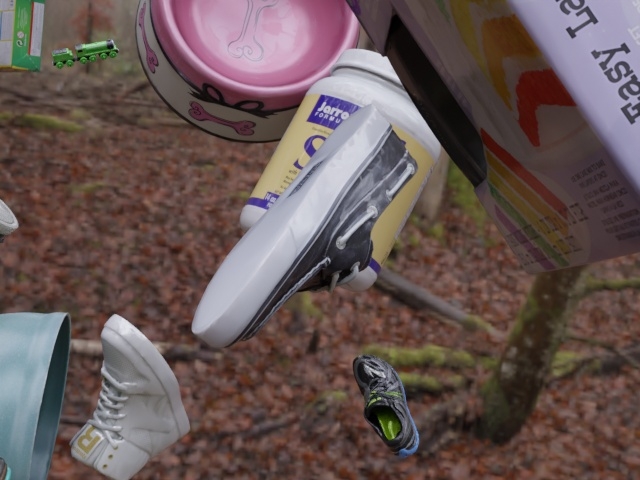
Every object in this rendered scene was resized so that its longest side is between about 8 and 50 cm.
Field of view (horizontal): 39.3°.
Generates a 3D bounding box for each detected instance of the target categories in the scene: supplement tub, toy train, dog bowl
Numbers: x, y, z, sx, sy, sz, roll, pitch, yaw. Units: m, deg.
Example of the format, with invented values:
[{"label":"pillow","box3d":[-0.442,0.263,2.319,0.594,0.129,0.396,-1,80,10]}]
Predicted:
[{"label":"supplement tub","box3d":[0.045,-0.110,1.433,0.241,0.331,0.241,27,-8,4]},{"label":"toy train","box3d":[-0.295,-0.234,1.120,0.083,0.023,0.017,-16,44,-15]},{"label":"dog bowl","box3d":[-0.112,-0.383,1.549,0.408,0.407,0.150,5,-13,-11]}]

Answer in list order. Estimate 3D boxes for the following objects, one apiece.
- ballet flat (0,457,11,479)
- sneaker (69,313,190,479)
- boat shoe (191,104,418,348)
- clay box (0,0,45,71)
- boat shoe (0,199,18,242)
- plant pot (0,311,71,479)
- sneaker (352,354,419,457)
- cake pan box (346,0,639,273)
[{"label":"ballet flat","box3d":[-0.471,0.311,1.031,0.096,0.280,0.095,39,32,-24]},{"label":"sneaker","box3d":[-0.296,0.252,1.311,0.108,0.292,0.169,29,56,33]},{"label":"boat shoe","box3d":[0.000,0.000,0.825,0.108,0.102,0.301,-26,22,49]},{"label":"clay box","box3d":[-0.509,-0.331,1.416,0.053,0.127,0.222,1,7,-42]},{"label":"boat shoe","box3d":[-0.459,-0.045,1.017,0.095,0.079,0.254,49,7,26]},{"label":"plant pot","box3d":[-0.472,0.231,1.241,0.196,0.292,0.293,9,7,-8]},{"label":"sneaker","box3d":[0.101,0.257,1.440,0.078,0.067,0.188,45,17,-52]},{"label":"cake pan box","box3d":[0.093,-0.103,0.469,0.070,0.245,0.267,-31,-3,-2]}]
